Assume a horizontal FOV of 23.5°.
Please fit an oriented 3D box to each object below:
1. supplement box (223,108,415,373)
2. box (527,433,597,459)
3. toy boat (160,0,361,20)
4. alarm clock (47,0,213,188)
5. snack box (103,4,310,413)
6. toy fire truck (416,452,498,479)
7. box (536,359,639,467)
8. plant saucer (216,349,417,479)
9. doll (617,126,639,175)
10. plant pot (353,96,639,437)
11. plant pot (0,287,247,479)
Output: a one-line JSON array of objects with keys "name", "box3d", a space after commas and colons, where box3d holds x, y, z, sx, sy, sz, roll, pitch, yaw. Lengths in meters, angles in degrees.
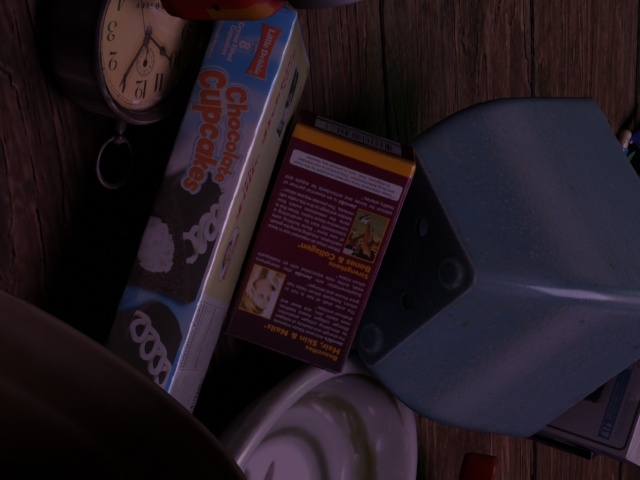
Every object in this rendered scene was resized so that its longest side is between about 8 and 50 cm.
[{"name": "supplement box", "box3d": [0.000, 0.000, 1.270, 0.081, 0.104, 0.188, -78, -172, -76]}, {"name": "box", "box3d": [0.317, 0.171, 1.915, 0.207, 0.153, 0.108, -21, 122, -54]}, {"name": "toy boat", "box3d": [-0.014, -0.283, 1.067, 0.267, 0.148, 0.318, 53, 40, -54]}, {"name": "alarm clock", "box3d": [-0.138, -0.131, 1.081, 0.129, 0.064, 0.192, -9, 109, -58]}, {"name": "snack box", "box3d": [-0.087, -0.012, 1.163, 0.187, 0.060, 0.322, 68, 41, -84]}, {"name": "toy fire truck", "box3d": [0.144, 0.396, 1.703, 0.254, 0.169, 0.302, 83, 19, -70]}, {"name": "box", "box3d": [0.214, 0.107, 1.571, 0.087, 0.290, 0.169, 29, 81, -60]}, {"name": "plant saucer", "box3d": [-0.050, 0.281, 1.402, 0.400, 0.100, 0.400, -34, 133, -47]}, {"name": "doll", "box3d": [0.406, -0.103, 2.036, 0.189, 0.046, 0.129, -50, 153, -25]}, {"name": "plant pot", "box3d": [0.141, 0.019, 1.396, 0.252, 0.247, 0.248, 6, 142, -46]}, {"name": "plant pot", "box3d": [-0.241, 0.190, 0.871, 0.280, 0.323, 0.323, -60, 152, 8]}]
